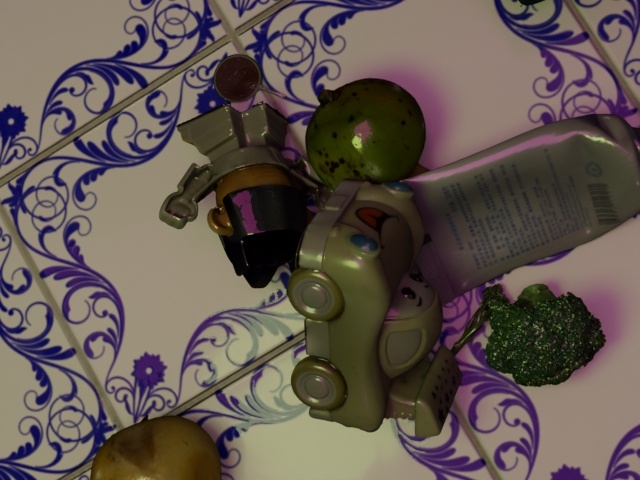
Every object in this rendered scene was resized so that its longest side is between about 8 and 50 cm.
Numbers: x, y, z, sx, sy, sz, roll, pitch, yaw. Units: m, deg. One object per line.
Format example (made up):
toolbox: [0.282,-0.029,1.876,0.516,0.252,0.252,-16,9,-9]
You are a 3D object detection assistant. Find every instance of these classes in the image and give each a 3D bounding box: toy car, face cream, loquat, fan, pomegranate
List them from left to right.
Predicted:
loquat: [-0.260,0.371,1.808,0.213,0.213,0.213,-1,85,9]
fan: [-0.118,-0.265,1.940,0.133,0.005,0.085,23,88,11]
toy car: [0.092,0.103,1.699,0.226,0.242,0.336,10,120,17]
pomegranate: [0.099,-0.153,1.808,0.245,0.198,0.198,16,87,0]
face cream: [0.334,-0.064,1.779,0.420,0.137,0.235,-23,118,5]

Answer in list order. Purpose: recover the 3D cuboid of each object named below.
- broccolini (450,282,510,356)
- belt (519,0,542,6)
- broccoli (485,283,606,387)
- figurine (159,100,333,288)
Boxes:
broccolini: [0.230,0.149,1.826,0.054,0.052,0.194,43,93,14]
belt: [0.443,-0.535,1.730,0.436,0.300,0.173,-30,83,2]
broccoli: [0.342,0.143,1.756,0.195,0.195,0.156,7,48,9]
figurine: [-0.109,-0.075,1.818,0.308,0.143,0.309,1,66,-2]
